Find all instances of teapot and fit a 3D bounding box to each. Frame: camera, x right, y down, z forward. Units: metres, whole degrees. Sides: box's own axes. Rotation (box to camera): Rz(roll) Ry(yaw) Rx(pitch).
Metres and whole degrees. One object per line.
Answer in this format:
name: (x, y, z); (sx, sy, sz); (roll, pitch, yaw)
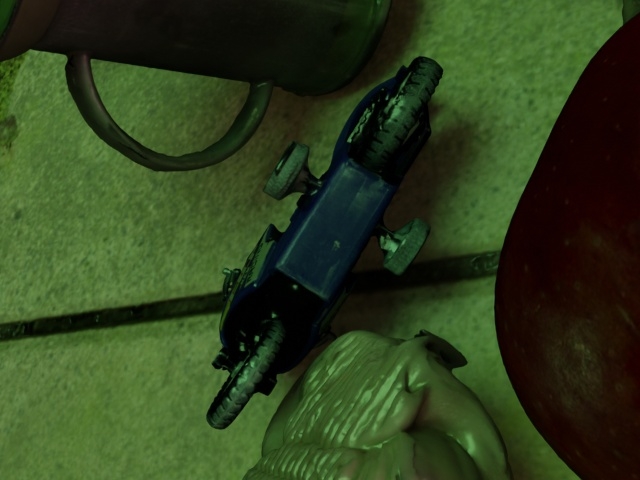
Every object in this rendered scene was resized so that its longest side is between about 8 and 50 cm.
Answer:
teapot: (-0.105, -0.189, 0.959); (0.200, 0.337, 0.271); (-5, 84, 55)

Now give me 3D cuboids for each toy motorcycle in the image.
toy motorcycle: (0.000, 0.000, 0.896); (0.315, 0.113, 0.169); (-59, 3, -13)

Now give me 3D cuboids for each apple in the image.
apple: (0.237, 0.026, 0.592); (0.288, 0.288, 0.317); (-48, 54, 8)

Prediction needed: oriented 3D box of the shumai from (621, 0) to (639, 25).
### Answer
shumai: (0.288, -0.170, 0.759); (0.153, 0.161, 0.209); (-51, 4, -35)

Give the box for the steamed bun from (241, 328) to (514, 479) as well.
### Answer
steamed bun: (0.041, 0.168, 0.767); (0.211, 0.144, 0.218); (-58, 16, -16)
